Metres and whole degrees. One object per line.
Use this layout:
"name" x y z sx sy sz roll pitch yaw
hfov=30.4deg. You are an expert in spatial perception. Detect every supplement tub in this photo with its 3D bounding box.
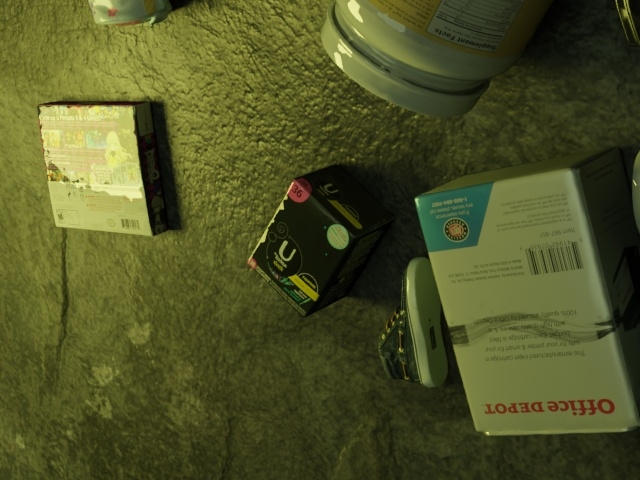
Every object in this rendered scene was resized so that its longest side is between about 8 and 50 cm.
"supplement tub" 0.156 -0.327 1.288 0.241 0.241 0.331 42 127 20

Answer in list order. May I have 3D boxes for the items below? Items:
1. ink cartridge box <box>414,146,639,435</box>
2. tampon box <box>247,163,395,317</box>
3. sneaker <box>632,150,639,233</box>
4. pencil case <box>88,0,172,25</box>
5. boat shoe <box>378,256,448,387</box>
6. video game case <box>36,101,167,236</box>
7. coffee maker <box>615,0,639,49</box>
"ink cartridge box" 0.269 0.064 1.408 0.223 0.129 0.307 -9 99 40
"tampon box" 0.000 0.000 1.615 0.120 0.101 0.161 43 127 18
"sneaker" 0.440 0.002 1.272 0.151 0.094 0.256 -12 108 46
"pencil case" -0.287 -0.442 1.682 0.124 0.113 0.273 -3 104 19
"boat shoe" 0.115 0.110 1.587 0.083 0.065 0.183 3 108 36
"video game case" -0.353 -0.118 1.892 0.232 0.042 0.210 4 108 37
"coffee maker" 0.372 -0.253 1.184 0.171 0.178 0.120 53 129 11
